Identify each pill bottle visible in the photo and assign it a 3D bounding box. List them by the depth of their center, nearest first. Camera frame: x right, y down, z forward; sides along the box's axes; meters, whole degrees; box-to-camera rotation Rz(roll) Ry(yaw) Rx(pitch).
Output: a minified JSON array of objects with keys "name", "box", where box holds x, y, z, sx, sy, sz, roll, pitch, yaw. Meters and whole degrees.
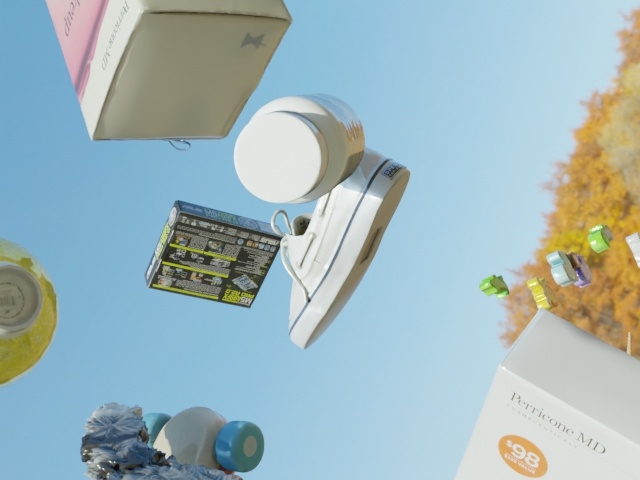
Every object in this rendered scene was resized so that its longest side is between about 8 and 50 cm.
[{"name":"pill bottle","box":[-0.025,-0.114,1.003,0.229,0.131,0.131,-45,-28,-73]}]

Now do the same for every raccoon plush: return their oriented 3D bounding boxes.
[{"name":"raccoon plush","box":[-0.191,0.426,1.014,0.216,0.446,0.299,-1,-75,-13]}]

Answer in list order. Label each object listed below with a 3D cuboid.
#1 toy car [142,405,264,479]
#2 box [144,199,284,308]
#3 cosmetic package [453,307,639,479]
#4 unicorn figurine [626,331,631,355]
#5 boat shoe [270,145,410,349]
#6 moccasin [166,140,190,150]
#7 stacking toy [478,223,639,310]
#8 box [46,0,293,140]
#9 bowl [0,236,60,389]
[{"name":"toy car","box":[-0.159,0.391,1.240,0.238,0.219,0.210,47,-129,-40]},{"name":"box","box":[-0.249,0.037,1.906,0.270,0.060,0.216,14,-64,-27]},{"name":"cosmetic package","box":[0.302,0.265,0.698,0.097,0.377,0.284,-39,-31,-41]},{"name":"unicorn figurine","box":[0.417,0.206,0.983,0.060,0.111,0.162,-35,-69,-6]},{"name":"boat shoe","box":[-0.004,0.002,1.263,0.136,0.156,0.367,-36,-24,-50]},{"name":"moccasin","box":[-0.323,-0.269,1.840,0.117,0.138,0.342,-57,3,17]},{"name":"stacking toy","box":[0.326,0.042,1.052,0.167,0.052,0.221,-30,-20,30]},{"name":"box","box":[-0.143,-0.216,0.668,0.127,0.232,0.148,-6,-30,-34]},{"name":"bowl","box":[-0.573,0.113,1.414,0.289,0.156,0.289,16,-115,-39]}]
